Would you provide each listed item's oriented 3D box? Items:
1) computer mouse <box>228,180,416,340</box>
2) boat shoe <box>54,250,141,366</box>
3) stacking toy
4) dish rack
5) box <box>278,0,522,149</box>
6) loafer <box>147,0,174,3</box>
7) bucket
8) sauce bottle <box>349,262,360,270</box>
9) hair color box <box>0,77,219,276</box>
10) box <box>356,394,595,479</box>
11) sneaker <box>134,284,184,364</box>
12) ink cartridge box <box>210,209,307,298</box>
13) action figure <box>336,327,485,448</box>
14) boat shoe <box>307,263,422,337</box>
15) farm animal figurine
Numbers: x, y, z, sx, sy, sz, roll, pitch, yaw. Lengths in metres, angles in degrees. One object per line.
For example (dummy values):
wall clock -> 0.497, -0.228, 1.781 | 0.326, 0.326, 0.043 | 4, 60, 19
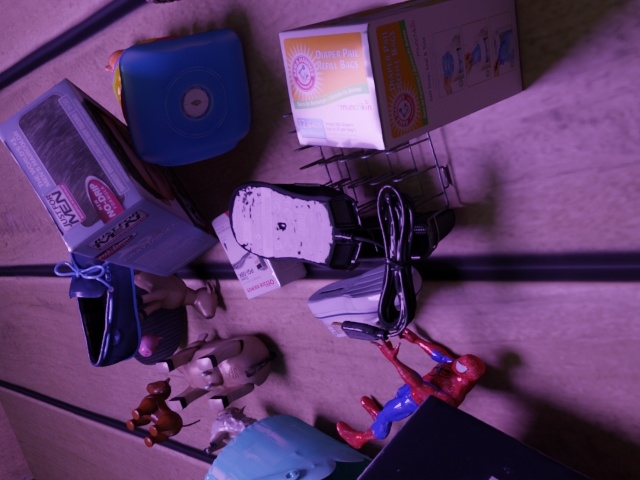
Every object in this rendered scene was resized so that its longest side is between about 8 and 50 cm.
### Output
computer mouse -> 0.008, 0.018, 0.855 | 0.262, 0.060, 0.184 | 5, 107, 36
boat shoe -> -0.343, 0.073, 1.140 | 0.109, 0.089, 0.258 | -10, 99, 35
stacking toy -> -0.243, -0.230, 1.061 | 0.302, 0.175, 0.165 | 33, 135, 49
dish rack -> 0.041, -0.114, 0.846 | 0.208, 0.074, 0.271 | -4, 108, 49
box -> 0.078, -0.161, 0.669 | 0.114, 0.203, 0.103 | 11, 119, 46
loafer -> -0.146, -0.392, 0.883 | 0.268, 0.102, 0.092 | -36, 82, 42
bucket -> -0.041, 0.412, 1.103 | 0.183, 0.281, 0.281 | 22, 127, 43
sauce bottle -> 0.000, 0.000, 0.986 | 0.128, 0.042, 0.042 | 30, 131, 38
hair color box -> -0.277, -0.067, 1.039 | 0.185, 0.114, 0.374 | 55, -179, 9
box -> 0.226, 0.386, 0.777 | 0.343, 0.179, 0.312 | 22, 145, 41
sneaker -> -0.351, 0.075, 1.390 | 0.146, 0.122, 0.330 | 31, 136, 59
ink cartridge box -> -0.092, 0.010, 1.083 | 0.099, 0.056, 0.135 | -25, 91, 51
action figure -> 0.094, 0.173, 0.933 | 0.139, 0.091, 0.280 | 50, 142, -1
boat shoe -> 0.068, 0.083, 0.940 | 0.076, 0.083, 0.226 | 56, 155, -10
farm animal figurine -> -0.213, 0.190, 1.255 | 0.327, 0.172, 0.330 | 9, 111, 32
